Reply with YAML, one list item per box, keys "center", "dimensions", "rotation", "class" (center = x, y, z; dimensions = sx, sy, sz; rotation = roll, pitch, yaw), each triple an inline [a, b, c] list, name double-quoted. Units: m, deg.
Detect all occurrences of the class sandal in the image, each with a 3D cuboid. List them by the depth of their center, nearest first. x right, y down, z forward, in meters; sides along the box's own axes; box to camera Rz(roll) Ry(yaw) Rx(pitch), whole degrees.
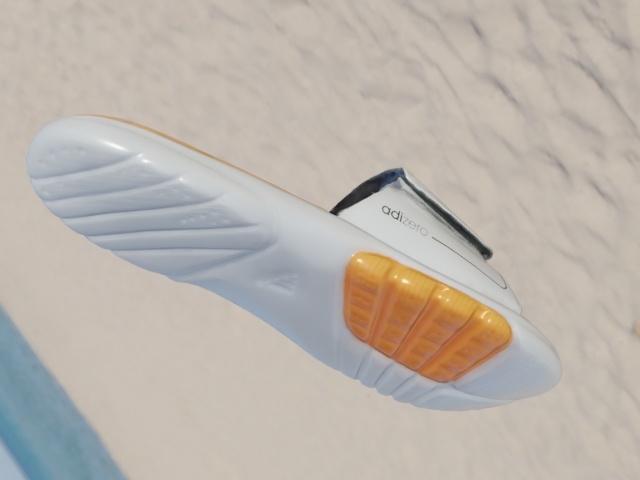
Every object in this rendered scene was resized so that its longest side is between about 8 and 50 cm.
- center: [0.006, -0.004, 0.480]
  dimensions: [0.265, 0.076, 0.102]
  rotation: [30, 145, -24]
  class: "sandal"
